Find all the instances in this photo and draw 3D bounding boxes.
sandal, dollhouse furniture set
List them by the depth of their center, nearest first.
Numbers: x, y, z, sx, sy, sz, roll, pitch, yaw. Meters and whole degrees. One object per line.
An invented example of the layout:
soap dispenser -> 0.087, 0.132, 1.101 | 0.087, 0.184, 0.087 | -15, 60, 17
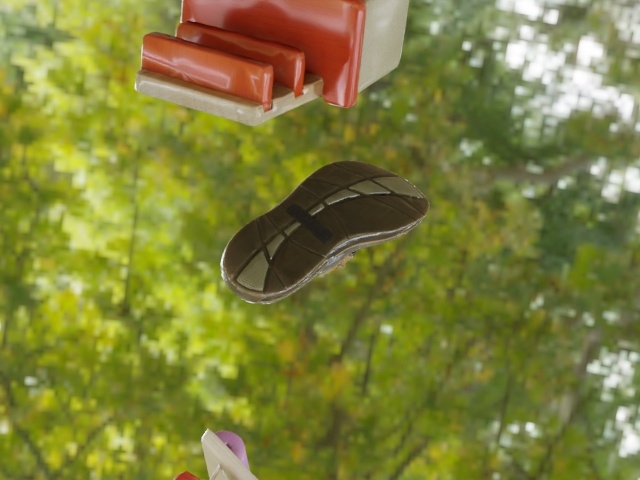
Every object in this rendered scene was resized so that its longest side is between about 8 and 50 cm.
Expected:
dollhouse furniture set -> -0.008, -0.195, 0.735 | 0.262, 0.259, 0.135 | 18, -155, 26
sandal -> 0.000, 0.000, 1.333 | 0.090, 0.060, 0.219 | 42, -131, 15

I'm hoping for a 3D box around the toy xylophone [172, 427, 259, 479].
toy xylophone -> -0.110, 0.248, 0.882 | 0.081, 0.236, 0.323 | 30, -118, 13
